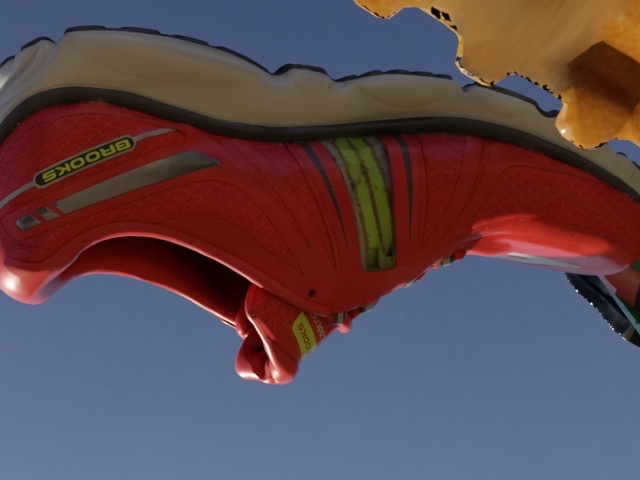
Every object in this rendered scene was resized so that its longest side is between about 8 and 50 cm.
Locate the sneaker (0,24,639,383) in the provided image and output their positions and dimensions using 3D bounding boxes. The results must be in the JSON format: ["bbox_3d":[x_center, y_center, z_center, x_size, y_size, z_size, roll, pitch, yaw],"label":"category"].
[{"bbox_3d":[0.000,0.000,0.678,0.279,0.107,0.118,6,-108,-16],"label":"sneaker"}]

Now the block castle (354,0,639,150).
[{"bbox_3d":[0.034,-0.008,0.163,0.303,0.453,0.213,32,-54,-7],"label":"block castle"}]

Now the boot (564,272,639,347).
[{"bbox_3d":[0.200,0.005,1.027,0.045,0.121,0.099,27,-79,-18],"label":"boot"}]

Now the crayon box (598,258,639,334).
[{"bbox_3d":[0.275,0.014,0.746,0.081,0.202,0.318,-34,-3,-33],"label":"crayon box"}]
